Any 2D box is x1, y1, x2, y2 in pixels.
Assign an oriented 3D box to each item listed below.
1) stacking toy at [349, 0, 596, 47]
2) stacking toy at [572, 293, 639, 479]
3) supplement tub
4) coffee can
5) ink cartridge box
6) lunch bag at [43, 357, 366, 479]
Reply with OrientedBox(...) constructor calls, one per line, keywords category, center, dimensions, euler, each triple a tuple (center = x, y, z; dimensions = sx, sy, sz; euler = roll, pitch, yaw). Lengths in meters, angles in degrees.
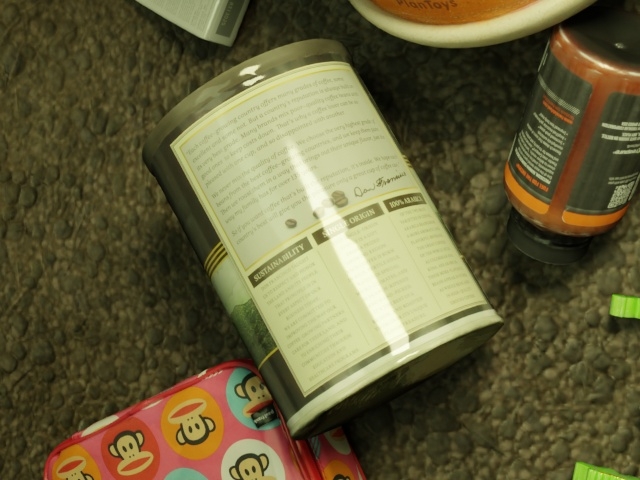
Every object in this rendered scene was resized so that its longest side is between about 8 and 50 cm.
OrientedBox(category="stacking toy", center=(0.037, -0.381, 0.941), dimensions=(0.350, 0.480, 0.351), euler=(-17, 59, 31))
OrientedBox(category="stacking toy", center=(0.315, 0.143, 1.086), dimensions=(0.221, 0.052, 0.167), euler=(13, 97, 27))
OrientedBox(category="supplement tub", center=(0.206, -0.077, 1.085), dimensions=(0.106, 0.106, 0.198), euler=(34, 131, 23))
OrientedBox(category="coffee can", center=(0.000, 0.000, 1.163), dimensions=(0.201, 0.201, 0.275), euler=(-35, 76, 24))
OrientedBox(category="ink cartridge box", center=(-0.124, -0.283, 1.325), dimensions=(0.179, 0.045, 0.145), euler=(35, 108, 42))
OrientedBox(category="lunch bag", center=(-0.096, 0.259, 1.274), dimensions=(0.293, 0.120, 0.258), euler=(-27, 83, 27))
